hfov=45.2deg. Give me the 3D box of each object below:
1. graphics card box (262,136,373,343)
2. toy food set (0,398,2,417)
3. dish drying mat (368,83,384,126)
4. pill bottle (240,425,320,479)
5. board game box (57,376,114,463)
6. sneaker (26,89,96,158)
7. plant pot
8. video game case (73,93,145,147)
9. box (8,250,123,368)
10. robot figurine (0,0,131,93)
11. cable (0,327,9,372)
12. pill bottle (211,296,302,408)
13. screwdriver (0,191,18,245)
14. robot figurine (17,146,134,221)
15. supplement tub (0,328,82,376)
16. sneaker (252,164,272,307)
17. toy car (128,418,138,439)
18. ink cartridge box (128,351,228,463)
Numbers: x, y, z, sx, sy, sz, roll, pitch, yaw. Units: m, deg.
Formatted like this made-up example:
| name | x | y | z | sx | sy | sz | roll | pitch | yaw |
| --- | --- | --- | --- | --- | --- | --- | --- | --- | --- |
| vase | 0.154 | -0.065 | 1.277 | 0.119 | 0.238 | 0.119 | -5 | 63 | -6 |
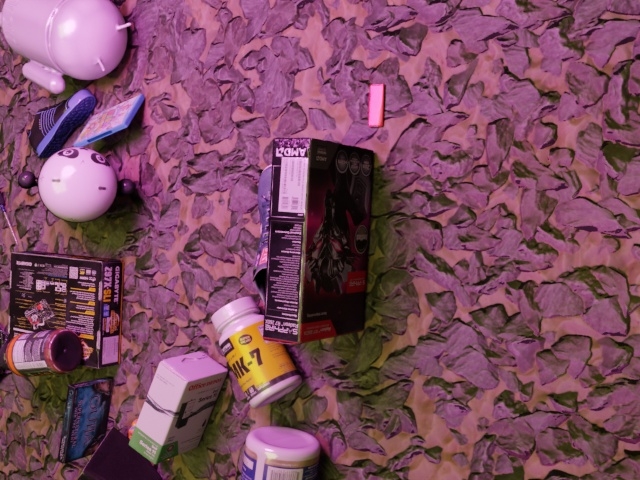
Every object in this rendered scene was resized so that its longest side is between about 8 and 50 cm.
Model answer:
| name | x | y | z | sx | sy | sz | roll | pitch | yaw |
| --- | --- | --- | --- | --- | --- | --- | --- | --- | --- |
| graphics card box | 0.000 | 0.000 | 1.448 | 0.094 | 0.233 | 0.371 | 3 | 91 | 33 |
| toy food set | -0.902 | 0.470 | 2.081 | 0.122 | 0.019 | 0.078 | -18 | 82 | 20 |
| dish drying mat | 0.110 | -0.265 | 1.512 | 0.032 | 0.008 | 0.083 | 3 | 91 | 28 |
| pill bottle | -0.090 | 0.523 | 1.547 | 0.153 | 0.153 | 0.264 | 11 | 96 | 29 |
| board game box | -0.555 | 0.424 | 1.823 | 0.026 | 0.126 | 0.186 | 14 | 98 | 29 |
| sneaker | -0.649 | -0.306 | 1.896 | 0.232 | 0.081 | 0.090 | -40 | 79 | 25 |
| plant pot | -0.473 | 0.574 | 1.741 | 0.167 | 0.188 | 0.187 | 32 | 107 | -3 |
| video game case | -0.496 | -0.280 | 1.805 | 0.166 | 0.015 | 0.119 | -16 | 38 | 28 |
| box | -0.632 | 0.163 | 1.893 | 0.322 | 0.079 | 0.257 | 4 | 94 | 29 |
| robot figurine | -0.597 | -0.494 | 1.797 | 0.353 | 0.200 | 0.300 | 23 | 95 | 27 |
| cable | -0.900 | 0.306 | 2.061 | 0.150 | 0.047 | 0.184 | 17 | 99 | 28 |
| pill bottle | -0.137 | 0.230 | 1.591 | 0.119 | 0.119 | 0.208 | -38 | 72 | 24 |
| screwdriver | -0.830 | -0.065 | 2.038 | 0.025 | 0.024 | 0.170 | -30 | 82 | -3 |
| robot figurine | -0.555 | -0.129 | 1.754 | 0.209 | 0.278 | 0.173 | -37 | 104 | -13 |
| supplement tub | -0.664 | 0.267 | 1.810 | 0.198 | 0.106 | 0.106 | -9 | 86 | 30 |
| sneaker | -0.080 | 0.012 | 1.540 | 0.131 | 0.148 | 0.350 | -15 | 83 | 29 |
| toy car | -0.401 | 0.464 | 1.785 | 0.122 | 0.040 | 0.060 | 24 | 102 | 27 |
| ink cartridge box | -0.306 | 0.359 | 1.668 | 0.087 | 0.153 | 0.208 | 29 | 105 | 25 |
